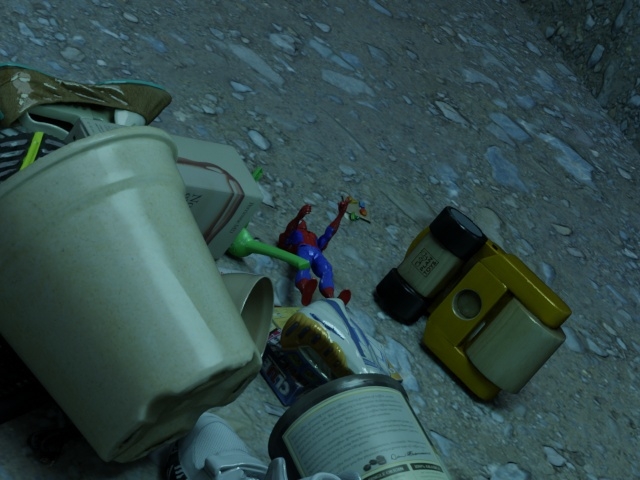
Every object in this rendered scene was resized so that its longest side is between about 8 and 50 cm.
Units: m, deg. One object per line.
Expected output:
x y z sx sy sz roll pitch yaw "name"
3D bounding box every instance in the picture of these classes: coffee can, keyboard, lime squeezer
0.074 0.336 1.800 0.202 0.201 0.275 13 34 -38 "coffee can"
-0.344 0.177 1.761 0.201 0.033 0.317 43 28 14 "keyboard"
-0.113 -0.032 2.303 0.059 0.110 0.310 60 1 -35 "lime squeezer"

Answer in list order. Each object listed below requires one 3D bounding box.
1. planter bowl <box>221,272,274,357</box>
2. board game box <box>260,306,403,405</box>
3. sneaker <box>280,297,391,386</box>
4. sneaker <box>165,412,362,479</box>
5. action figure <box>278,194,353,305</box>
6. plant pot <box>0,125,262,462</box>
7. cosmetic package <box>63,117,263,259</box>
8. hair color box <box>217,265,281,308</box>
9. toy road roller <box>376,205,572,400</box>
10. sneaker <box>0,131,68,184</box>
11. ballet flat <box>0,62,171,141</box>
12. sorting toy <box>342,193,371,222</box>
-0.143 0.115 1.983 0.109 0.162 0.162 14 22 15 "planter bowl"
-0.004 0.172 2.156 0.243 0.042 0.165 3 41 -48 "board game box"
0.074 0.206 2.045 0.296 0.112 0.131 55 35 -2 "sneaker"
-0.061 0.303 1.683 0.137 0.210 0.365 17 32 -34 "sneaker"
0.000 0.000 2.311 0.092 0.139 0.280 21 16 -19 "action figure"
-0.239 0.084 1.698 0.305 0.334 0.334 55 31 14 "plant pot"
-0.255 -0.073 2.144 0.296 0.153 0.129 6 41 -43 "cosmetic package"
-0.135 0.080 2.152 0.141 0.043 0.072 14 34 -39 "hair color box"
0.283 0.102 2.447 0.329 0.202 0.241 46 17 21 "toy road roller"
-0.470 -0.017 1.720 0.385 0.147 0.145 -11 54 -30 "sneaker"
-0.378 -0.200 2.271 0.342 0.116 0.124 6 59 -44 "ballet flat"
0.071 -0.055 2.652 0.062 0.012 0.083 26 27 -19 "sorting toy"
